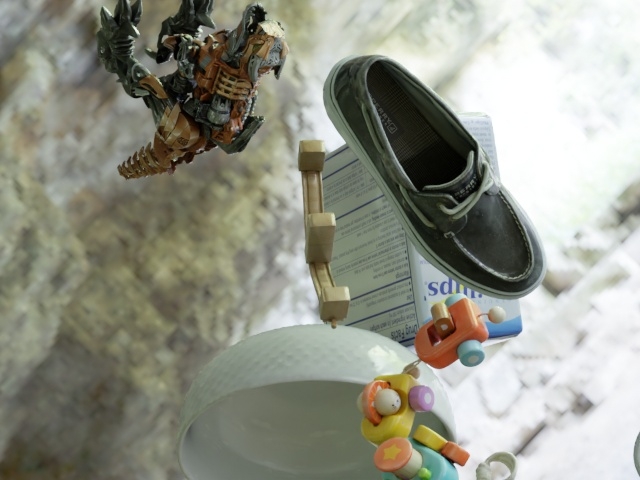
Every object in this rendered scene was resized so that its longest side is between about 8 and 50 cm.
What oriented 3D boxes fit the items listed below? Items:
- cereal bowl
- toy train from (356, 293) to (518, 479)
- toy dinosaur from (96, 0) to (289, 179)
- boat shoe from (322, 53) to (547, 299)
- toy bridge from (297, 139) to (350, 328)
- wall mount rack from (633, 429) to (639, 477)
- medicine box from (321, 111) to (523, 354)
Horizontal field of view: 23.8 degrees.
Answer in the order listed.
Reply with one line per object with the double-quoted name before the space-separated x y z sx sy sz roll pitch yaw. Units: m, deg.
"cereal bowl" -0.005 0.209 1.865 0.339 0.339 0.141 -52 28 42
"toy train" 0.075 0.110 1.043 0.125 0.046 0.166 -33 40 23
"toy dinosaur" -0.165 -0.177 1.806 0.322 0.218 0.164 -37 -17 21
"boat shoe" 0.129 -0.062 1.638 0.121 0.335 0.119 -46 11 -10
"toy bridge" 0.000 0.000 1.373 0.026 0.188 0.063 -3 -36 -8
"wall mount rack" 0.427 0.314 1.613 0.304 0.350 0.130 -46 -38 -5
"medicine box" 0.114 0.006 1.966 0.149 0.289 0.263 -3 -10 -26
